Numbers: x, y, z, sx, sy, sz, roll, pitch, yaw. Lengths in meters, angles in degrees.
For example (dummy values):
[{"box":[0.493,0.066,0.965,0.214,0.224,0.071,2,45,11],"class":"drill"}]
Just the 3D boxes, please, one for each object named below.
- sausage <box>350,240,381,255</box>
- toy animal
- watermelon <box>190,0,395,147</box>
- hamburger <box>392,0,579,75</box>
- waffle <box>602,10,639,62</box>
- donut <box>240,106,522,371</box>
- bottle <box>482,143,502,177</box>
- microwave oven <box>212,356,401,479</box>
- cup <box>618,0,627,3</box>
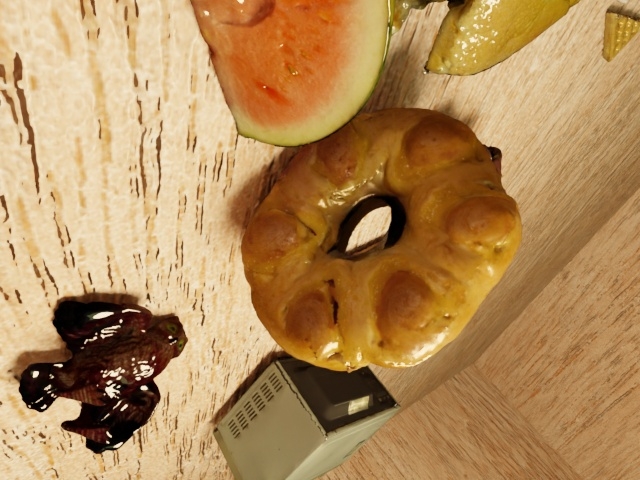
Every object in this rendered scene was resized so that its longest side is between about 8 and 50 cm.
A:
[{"box":[0.032,0.066,0.757,0.301,0.066,0.066,-20,144,-29],"class":"sausage"},{"box":[-0.265,0.153,0.538,0.179,0.116,0.219,-41,134,-59],"class":"toy animal"},{"box":[-0.008,-0.221,0.336,0.303,0.159,0.128,84,22,-56],"class":"watermelon"},{"box":[0.162,-0.295,0.332,0.288,0.168,0.192,-38,151,-3],"class":"hamburger"},{"box":[0.572,-0.414,0.776,0.097,0.023,0.152,-50,148,13],"class":"waffle"},{"box":[0.063,-0.003,0.502,0.317,0.299,0.150,-13,166,16],"class":"donut"},{"box":[0.240,-0.088,0.713,0.156,0.143,0.271,-42,148,2],"class":"bottle"},{"box":[-0.024,0.413,0.990,0.286,0.218,0.355,-52,147,16],"class":"microwave oven"},{"box":[0.553,-0.433,0.624,0.173,0.134,0.142,-47,151,8],"class":"cup"}]
